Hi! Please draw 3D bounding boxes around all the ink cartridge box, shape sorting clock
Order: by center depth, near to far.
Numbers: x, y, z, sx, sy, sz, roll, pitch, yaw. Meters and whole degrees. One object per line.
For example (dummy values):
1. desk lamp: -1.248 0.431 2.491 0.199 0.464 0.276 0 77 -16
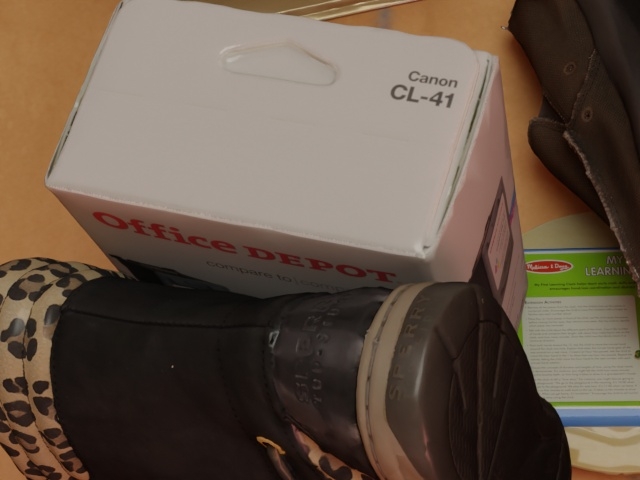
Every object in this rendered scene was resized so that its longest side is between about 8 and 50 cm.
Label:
1. ink cartridge box: 0.000 0.000 0.773 0.226 0.306 0.131 10 69 18
2. shape sorting clock: 0.208 0.069 0.895 0.206 0.040 0.206 -3 64 6

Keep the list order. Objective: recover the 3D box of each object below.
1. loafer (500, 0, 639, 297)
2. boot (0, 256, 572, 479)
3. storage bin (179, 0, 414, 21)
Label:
1. loafer: 0.230 -0.073 0.910 0.134 0.130 0.365 11 51 -28
2. boot: -0.013 0.132 0.735 0.284 0.377 0.138 6 62 23
3. storage bin: -0.031 -0.284 0.936 0.261 0.262 0.123 -13 66 -4
